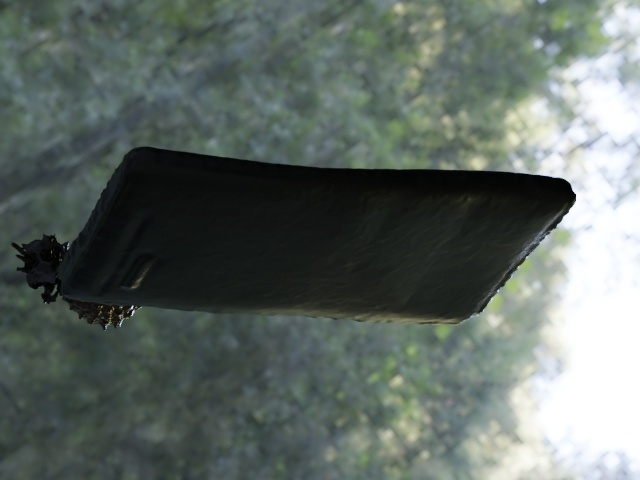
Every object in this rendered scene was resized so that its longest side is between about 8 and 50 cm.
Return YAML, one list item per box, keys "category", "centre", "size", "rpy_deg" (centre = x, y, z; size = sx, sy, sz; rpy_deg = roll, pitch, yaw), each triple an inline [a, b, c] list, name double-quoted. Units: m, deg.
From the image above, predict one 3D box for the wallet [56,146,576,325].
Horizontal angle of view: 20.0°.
- category: "wallet"
  centre: [0.000, 0.001, 0.912]
  size: [0.124, 0.244, 0.025]
  rpy_deg: [-54, -140, 47]

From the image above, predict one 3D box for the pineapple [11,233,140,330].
- category: "pineapple"
  centre: [-0.170, 0.024, 1.282]
  size: [0.058, 0.058, 0.124]
  rpy_deg: [48, 2, 22]
